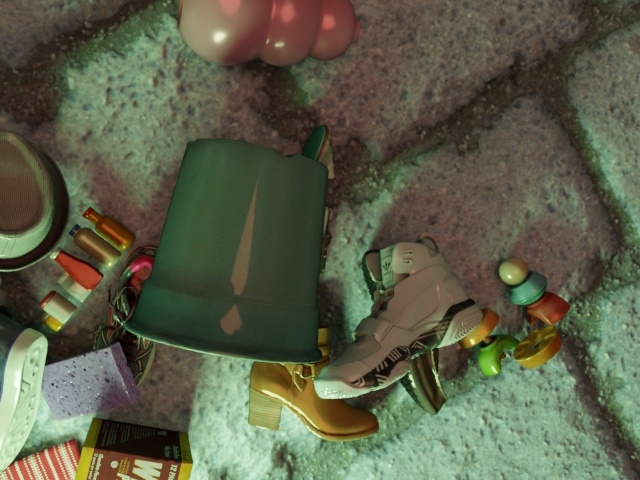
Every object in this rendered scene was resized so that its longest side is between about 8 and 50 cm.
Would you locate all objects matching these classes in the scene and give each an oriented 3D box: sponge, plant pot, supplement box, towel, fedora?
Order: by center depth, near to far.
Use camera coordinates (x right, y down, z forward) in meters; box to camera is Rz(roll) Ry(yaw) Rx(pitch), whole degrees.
[{"bbox_3d":[-0.547,-0.090,1.117,0.244,0.124,0.275,6,68,-34],"label":"fedora"},{"bbox_3d":[-0.138,0.012,1.135,0.341,0.341,0.334,10,88,-10],"label":"plant pot"},{"bbox_3d":[-0.354,0.436,1.221,0.194,0.191,0.129,14,87,-14],"label":"supplement box"},{"bbox_3d":[-0.445,0.271,1.232,0.210,0.031,0.117,-18,98,26],"label":"sponge"},{"bbox_3d":[-0.585,0.532,1.289,0.275,0.031,0.198,-21,97,-8],"label":"towel"}]

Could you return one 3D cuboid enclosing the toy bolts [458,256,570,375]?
[{"bbox_3d":[0.396,0.140,1.329,0.228,0.218,0.158,-42,94,-21],"label":"toy bolts"}]

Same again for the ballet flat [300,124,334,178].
[{"bbox_3d":[-0.020,-0.120,1.295,0.079,0.077,0.221,25,97,-29],"label":"ballet flat"}]

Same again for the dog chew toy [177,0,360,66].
[{"bbox_3d":[-0.088,-0.413,1.192,0.332,0.206,0.206,5,95,-18],"label":"dog chew toy"}]

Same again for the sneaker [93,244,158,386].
[{"bbox_3d":[-0.368,0.156,1.242,0.121,0.112,0.299,12,94,-10],"label":"sneaker"}]

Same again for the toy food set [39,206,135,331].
[{"bbox_3d":[-0.463,0.054,1.214,0.104,0.111,0.232,40,87,-13],"label":"toy food set"}]

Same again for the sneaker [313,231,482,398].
[{"bbox_3d":[0.114,0.129,1.173,0.366,0.137,0.210,-24,88,-28],"label":"sneaker"}]

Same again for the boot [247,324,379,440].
[{"bbox_3d":[-0.002,0.281,1.328,0.284,0.109,0.220,10,90,-3],"label":"boot"}]

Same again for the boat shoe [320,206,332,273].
[{"bbox_3d":[0.000,0.000,1.320,0.040,0.049,0.142,10,96,-29],"label":"boat shoe"}]

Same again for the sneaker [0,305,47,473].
[{"bbox_3d":[-0.657,0.266,1.208,0.236,0.130,0.322,20,107,2],"label":"sneaker"}]

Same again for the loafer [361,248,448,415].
[{"bbox_3d":[0.200,0.179,1.322,0.130,0.134,0.365,-19,98,-9],"label":"loafer"}]
